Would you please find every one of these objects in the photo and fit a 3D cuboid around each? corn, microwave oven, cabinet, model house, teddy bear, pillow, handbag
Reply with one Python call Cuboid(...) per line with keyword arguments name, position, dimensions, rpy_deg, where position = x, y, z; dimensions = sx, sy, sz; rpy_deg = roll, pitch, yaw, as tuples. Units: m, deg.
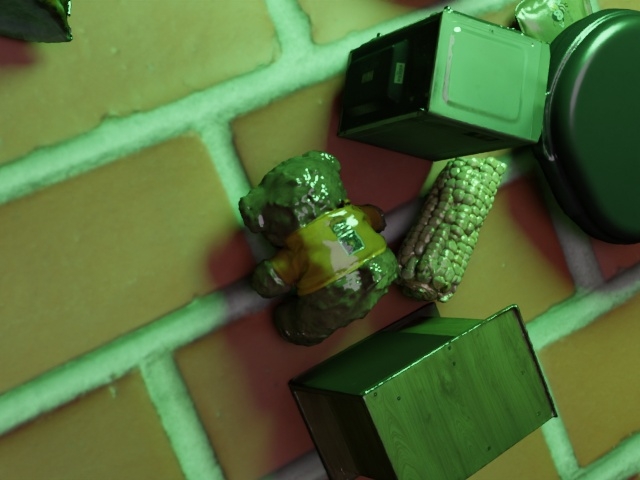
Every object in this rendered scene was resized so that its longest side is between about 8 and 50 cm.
Cuboid(name="corn", position=(0.153, -0.025, 1.225), dimensions=(0.087, 0.087, 0.211), rpy_deg=(32, 72, -22))
Cuboid(name="microwave oven", position=(0.133, -0.172, 1.154), dimensions=(0.163, 0.205, 0.129), rpy_deg=(13, 82, -27))
Cuboid(name="cabinet", position=(0.115, 0.179, 1.146), dimensions=(0.215, 0.174, 0.148), rpy_deg=(-27, 100, -26))
Cuboid(name="model house", position=(-0.310, -0.286, 1.006), dimensions=(0.165, 0.106, 0.152), rpy_deg=(33, 56, -59))
Cuboid(name="teddy bear", position=(0.000, 0.000, 1.124), dimensions=(0.177, 0.140, 0.190), rpy_deg=(-35, 95, -21))
Cuboid(name="pillow", position=(0.334, -0.230, 1.352), dimensions=(0.130, 0.033, 0.218), rpy_deg=(-30, 103, -21))
Cuboid(name="handbag", position=(0.380, -0.141, 1.315), dimensions=(0.253, 0.093, 0.308), rpy_deg=(-39, 116, -15))
